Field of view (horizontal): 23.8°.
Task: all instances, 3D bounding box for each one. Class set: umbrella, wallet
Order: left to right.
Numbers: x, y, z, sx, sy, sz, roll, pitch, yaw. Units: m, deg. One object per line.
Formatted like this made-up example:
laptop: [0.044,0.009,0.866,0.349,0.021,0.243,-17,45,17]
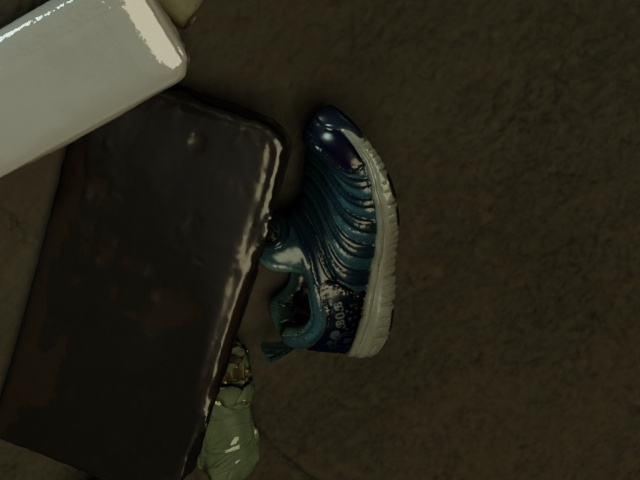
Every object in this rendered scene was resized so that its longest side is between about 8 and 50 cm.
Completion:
wallet: [-0.187,-0.113,1.056,0.190,0.033,0.095,-29,106,11]
wallet: [-0.135,0.034,1.126,0.165,0.042,0.309,18,106,4]
umbrella: [-0.081,0.124,1.195,0.067,0.062,0.143,-1,118,23]

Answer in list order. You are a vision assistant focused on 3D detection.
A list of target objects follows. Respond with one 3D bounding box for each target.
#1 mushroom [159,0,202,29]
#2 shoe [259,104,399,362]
mushroom: [-0.139,-0.223,1.037,0.059,0.054,0.202,-33,122,8]
shoe: [0.000,0.000,1.140,0.106,0.091,0.207,-5,117,-18]
